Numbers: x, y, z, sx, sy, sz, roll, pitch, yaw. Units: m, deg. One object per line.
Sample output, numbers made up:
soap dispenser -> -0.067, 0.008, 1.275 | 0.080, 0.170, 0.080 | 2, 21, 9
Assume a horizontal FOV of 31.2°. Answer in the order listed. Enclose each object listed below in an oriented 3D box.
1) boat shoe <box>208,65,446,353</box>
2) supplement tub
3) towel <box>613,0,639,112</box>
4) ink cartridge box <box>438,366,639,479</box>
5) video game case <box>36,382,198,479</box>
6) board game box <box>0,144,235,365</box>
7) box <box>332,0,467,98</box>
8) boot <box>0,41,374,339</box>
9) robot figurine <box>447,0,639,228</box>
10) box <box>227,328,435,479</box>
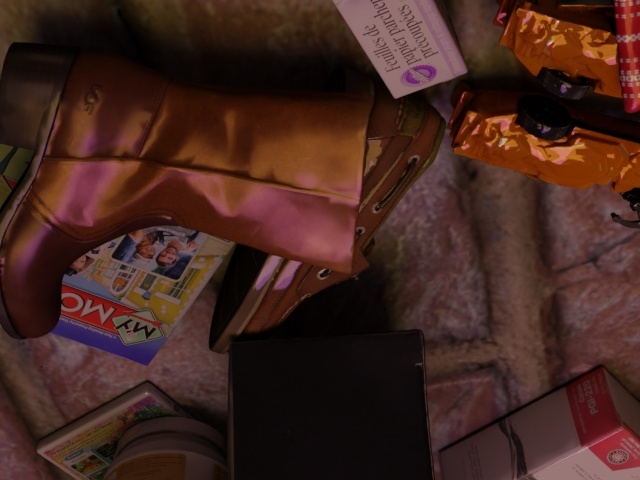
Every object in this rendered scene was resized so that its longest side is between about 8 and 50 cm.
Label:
boat shoe -> 0.000, 0.000, 0.984 | 0.104, 0.110, 0.307 | 19, 128, -18
supplement tub -> -0.152, 0.291, 1.145 | 0.144, 0.199, 0.144 | -1, 131, -1
towel -> 0.299, -0.233, 0.794 | 0.199, 0.031, 0.274 | -10, 114, -1
ink cartridge box -> 0.260, 0.253, 1.241 | 0.218, 0.092, 0.158 | -34, 125, 21
video game case -> -0.197, 0.225, 1.232 | 0.157, 0.019, 0.143 | -29, 127, 21
board game box -> -0.247, -0.019, 0.994 | 0.317, 0.046, 0.213 | 22, 126, -22
box -> 0.022, -0.203, 0.759 | 0.063, 0.067, 0.324 | -19, 152, 14
boot -> -0.111, -0.016, 0.907 | 0.280, 0.096, 0.264 | 10, 112, -5
robot figurine -> 0.263, -0.110, 0.924 | 0.291, 0.085, 0.211 | 11, 130, -13
box -> 0.012, 0.271, 1.051 | 0.183, 0.294, 0.296 | -2, 154, 0
